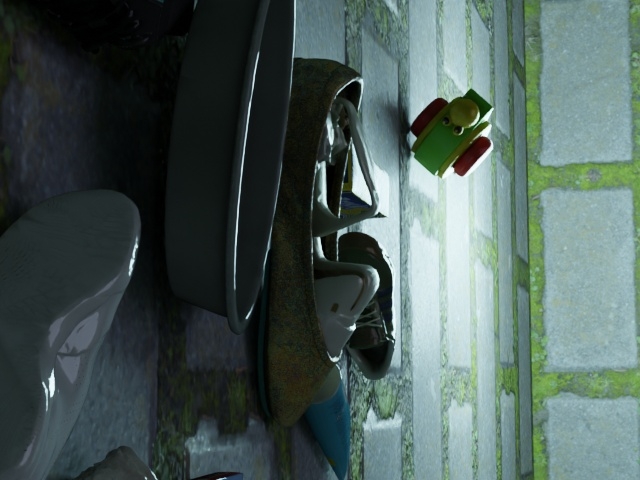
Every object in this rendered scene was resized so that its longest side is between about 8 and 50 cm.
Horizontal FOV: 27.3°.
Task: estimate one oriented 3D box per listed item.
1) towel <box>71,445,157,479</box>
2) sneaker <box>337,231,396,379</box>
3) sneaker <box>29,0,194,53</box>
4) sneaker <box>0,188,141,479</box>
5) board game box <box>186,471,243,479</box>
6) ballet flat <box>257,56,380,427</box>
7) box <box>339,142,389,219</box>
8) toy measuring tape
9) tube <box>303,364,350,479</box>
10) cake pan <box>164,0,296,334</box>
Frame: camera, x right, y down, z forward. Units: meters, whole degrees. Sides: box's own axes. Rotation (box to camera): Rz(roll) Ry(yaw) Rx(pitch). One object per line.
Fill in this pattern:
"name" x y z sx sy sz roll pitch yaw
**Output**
"towel" -0.120 0.239 0.745 0.187 0.049 0.282 50 20 2
"sneaker" 0.054 0.083 1.490 0.192 0.064 0.086 75 15 -47
"sneaker" -0.129 -0.168 0.823 0.267 0.101 0.106 -44 132 -69
"sneaker" -0.159 0.067 0.761 0.094 0.080 0.212 87 18 -52
"board game box" -0.094 0.327 1.015 0.145 0.027 0.281 18 71 -75
"ballet flat" 0.000 0.000 1.226 0.123 0.123 0.348 10 78 -74
"box" 0.028 -0.062 1.428 0.169 0.059 0.054 30 59 -71
"toy measuring tape" 0.185 -0.132 1.959 0.330 0.121 0.121 97 -5 -77
"tube" 0.012 0.184 1.373 0.207 0.052 0.080 71 27 -59
"cake pan" -0.065 -0.076 0.999 0.293 0.054 0.293 7 90 -86
